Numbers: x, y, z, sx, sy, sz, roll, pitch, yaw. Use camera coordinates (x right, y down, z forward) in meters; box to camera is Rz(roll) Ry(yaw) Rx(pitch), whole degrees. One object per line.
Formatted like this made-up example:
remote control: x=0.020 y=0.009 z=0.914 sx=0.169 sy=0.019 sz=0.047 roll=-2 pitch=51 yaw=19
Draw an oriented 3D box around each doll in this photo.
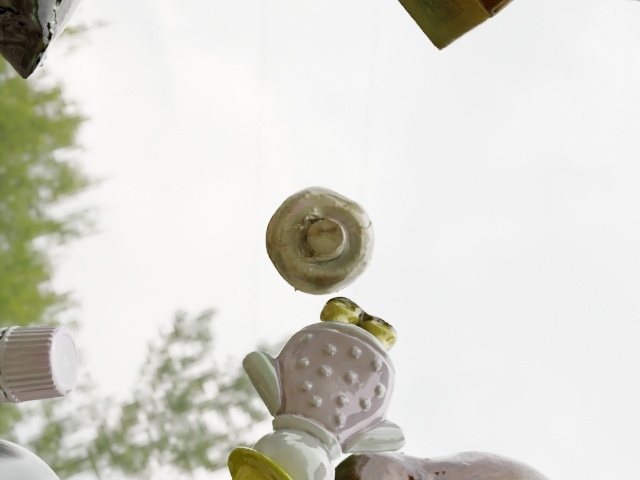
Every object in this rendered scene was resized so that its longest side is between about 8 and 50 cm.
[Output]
doll: x=-0.005 y=0.127 z=1.147 sx=0.129 sy=0.207 sz=0.081 roll=30 pitch=-35 yaw=-1

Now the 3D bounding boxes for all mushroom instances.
mushroom: x=0.000 y=0.000 z=1.238 sx=0.067 sy=0.083 sz=0.084 roll=174 pitch=-103 yaw=-85
mushroom: x=0.131 y=0.400 z=2.058 sx=0.345 sy=0.345 sz=0.260 roll=120 pitch=-29 yaw=-57

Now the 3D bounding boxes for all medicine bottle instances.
medicine bottle: x=-0.327 y=0.119 z=1.520 sx=0.083 sy=0.203 sz=0.084 roll=-4 pitch=90 yaw=-74

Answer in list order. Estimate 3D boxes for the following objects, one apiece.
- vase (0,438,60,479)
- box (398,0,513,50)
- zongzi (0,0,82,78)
vase: x=-0.282 y=0.228 z=1.215 sx=0.321 sy=0.173 sz=0.173 roll=104 pitch=-36 yaw=-82
box: x=0.282 y=-0.395 z=1.844 sx=0.116 sy=0.415 sz=0.264 roll=50 pitch=-7 yaw=-3
zongzi: x=-0.246 y=-0.349 z=1.228 sx=0.362 sy=0.319 sz=0.383 roll=64 pitch=22 yaw=-22
